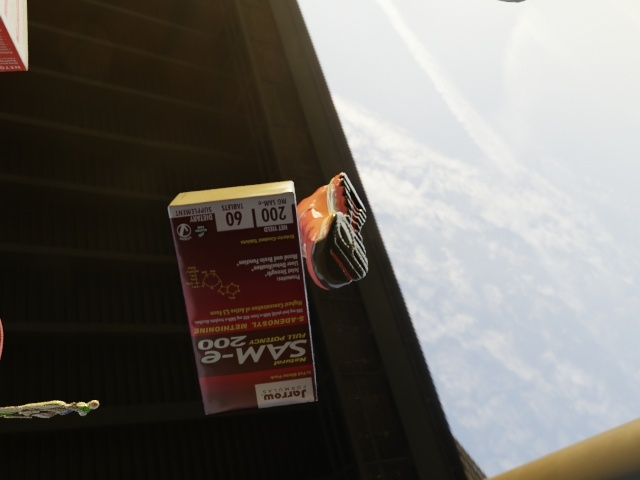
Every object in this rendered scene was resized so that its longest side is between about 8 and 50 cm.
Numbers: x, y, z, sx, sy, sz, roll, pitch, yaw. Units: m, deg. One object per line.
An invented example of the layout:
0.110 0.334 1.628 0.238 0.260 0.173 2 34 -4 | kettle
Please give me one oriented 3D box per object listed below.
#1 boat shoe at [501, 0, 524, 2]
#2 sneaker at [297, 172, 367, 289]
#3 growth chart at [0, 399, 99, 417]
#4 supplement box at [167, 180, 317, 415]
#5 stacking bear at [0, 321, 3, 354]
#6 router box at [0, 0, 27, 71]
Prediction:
0.028 -0.223 0.357 0.306 0.113 0.105 18 -144 -19 | boat shoe
0.000 0.000 0.994 0.116 0.136 0.313 58 -160 -22 | sneaker
-0.525 0.307 1.017 0.237 0.172 0.021 2 -111 -24 | growth chart
-0.079 0.063 0.629 0.130 0.239 0.073 -7 -164 -2 | supplement box
-0.815 0.211 1.138 0.289 0.175 0.164 -10 -148 1 | stacking bear
-0.480 -0.452 0.763 0.082 0.301 0.335 -7 -110 -13 | router box
